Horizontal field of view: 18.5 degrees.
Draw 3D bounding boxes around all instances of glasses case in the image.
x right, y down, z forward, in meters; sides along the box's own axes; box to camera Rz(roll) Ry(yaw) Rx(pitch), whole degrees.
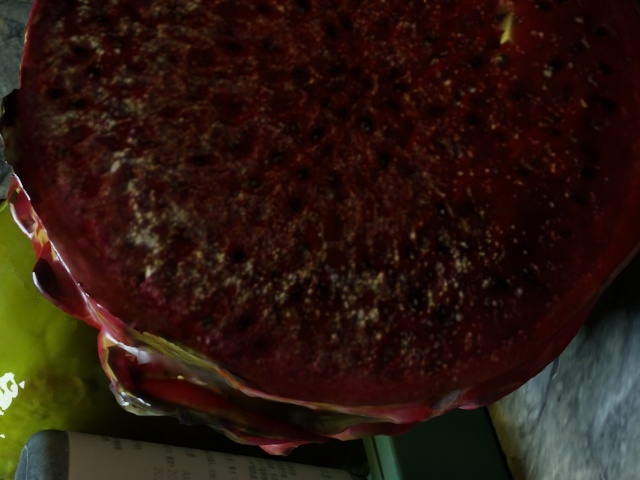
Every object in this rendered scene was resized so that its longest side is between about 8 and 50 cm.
[{"bbox_3d":[0.073,0.144,1.245,0.184,0.077,0.039,-104,27,-64],"label":"glasses case"}]

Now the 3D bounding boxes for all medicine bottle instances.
[{"bbox_3d":[-0.051,0.207,1.250,0.141,0.293,0.141,-171,90,-78],"label":"medicine bottle"}]

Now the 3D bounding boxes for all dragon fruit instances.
[{"bbox_3d":[-0.002,-0.055,1.137,0.386,0.371,0.249,62,163,15],"label":"dragon fruit"}]

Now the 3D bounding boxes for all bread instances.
[{"bbox_3d":[-0.122,0.102,1.405,0.251,0.376,0.208,-41,45,26],"label":"bread"}]
